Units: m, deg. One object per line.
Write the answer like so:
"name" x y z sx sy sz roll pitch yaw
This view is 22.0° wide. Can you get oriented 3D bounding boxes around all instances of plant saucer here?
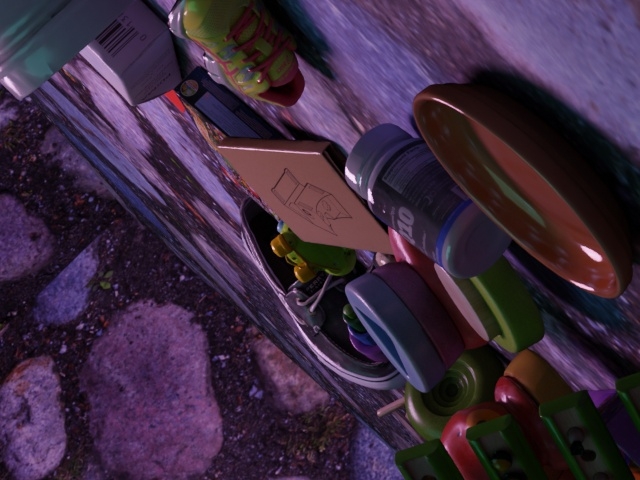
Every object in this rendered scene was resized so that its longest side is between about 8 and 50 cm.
"plant saucer" 0.147 -0.041 1.153 0.200 0.037 0.200 44 173 7

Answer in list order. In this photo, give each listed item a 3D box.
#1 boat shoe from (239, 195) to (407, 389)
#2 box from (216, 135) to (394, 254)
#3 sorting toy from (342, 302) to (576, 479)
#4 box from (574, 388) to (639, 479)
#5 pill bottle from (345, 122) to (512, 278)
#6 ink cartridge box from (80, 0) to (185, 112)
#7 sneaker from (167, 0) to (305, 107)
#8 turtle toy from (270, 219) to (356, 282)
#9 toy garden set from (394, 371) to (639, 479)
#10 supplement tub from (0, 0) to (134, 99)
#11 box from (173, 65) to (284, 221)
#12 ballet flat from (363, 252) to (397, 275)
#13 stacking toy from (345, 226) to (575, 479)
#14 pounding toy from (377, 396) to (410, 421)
"boat shoe" -0.006 0.068 2.175 0.335 0.121 0.119 43 176 27
"box" -0.006 -0.049 1.784 0.201 0.021 0.164 7 144 54
"sorting toy" 0.147 0.169 1.824 0.365 0.127 0.126 38 -179 35
"box" 0.321 0.233 1.584 0.201 0.057 0.293 46 172 1
"pill bottle" 0.087 -0.035 1.336 0.137 0.078 0.078 39 170 36
"ink cartridge box" -0.309 -0.285 2.045 0.308 0.091 0.385 44 171 6
"sneaker" -0.060 -0.176 1.417 0.094 0.081 0.208 34 175 20
"turtle toy" 0.000 0.000 1.962 0.130 0.095 0.066 50 -169 -34
"toy garden set" 0.216 0.231 1.402 0.204 0.244 0.049 59 -158 -26
"supplement tub" -0.274 -0.297 1.260 0.331 0.241 0.241 47 172 -14
"box" -0.080 -0.098 1.987 0.159 0.044 0.233 41 171 25
"ballet flat" 0.077 0.042 1.883 0.057 0.049 0.173 43 172 7
"stacking toy" 0.099 0.084 1.495 0.309 0.130 0.279 46 169 46
"pounding toy" 0.149 0.191 1.985 0.100 0.130 0.141 44 172 8
